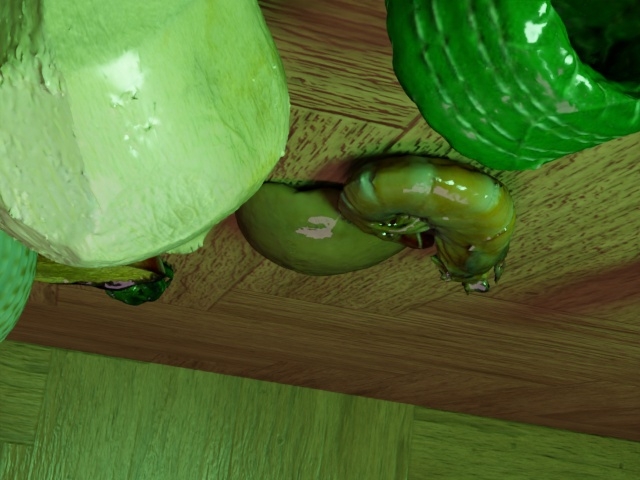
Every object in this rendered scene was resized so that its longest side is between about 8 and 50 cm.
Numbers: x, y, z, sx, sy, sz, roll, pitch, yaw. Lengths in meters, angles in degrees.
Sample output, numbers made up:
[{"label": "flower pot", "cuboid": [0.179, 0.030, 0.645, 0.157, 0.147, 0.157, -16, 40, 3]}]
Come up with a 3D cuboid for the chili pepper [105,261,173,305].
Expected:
[{"label": "chili pepper", "cuboid": [-0.247, 0.058, 1.375, 0.073, 0.050, 0.182, 20, 161, -18]}]

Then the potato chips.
[{"label": "potato chips", "cuboid": [0.001, 0.000, 0.992, 0.195, 0.061, 0.208, 12, 163, -27]}]

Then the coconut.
[{"label": "coconut", "cuboid": [-0.105, -0.073, 0.521, 0.194, 0.194, 0.194, 7, 166, 2]}]

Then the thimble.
[{"label": "thimble", "cuboid": [0.101, -0.094, 0.453, 0.130, 0.118, 0.090, -16, 180, -41]}]

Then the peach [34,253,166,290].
[{"label": "peach", "cuboid": [-0.291, 0.008, 1.126, 0.189, 0.068, 0.279, -8, 167, 20]}]

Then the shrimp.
[{"label": "shrimp", "cuboid": [0.097, -0.005, 0.890, 0.152, 0.063, 0.287, 2, 160, 12]}]

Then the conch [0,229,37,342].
[{"label": "conch", "cuboid": [-0.377, -0.023, 0.812, 0.303, 0.215, 0.319, 10, 135, -31]}]
